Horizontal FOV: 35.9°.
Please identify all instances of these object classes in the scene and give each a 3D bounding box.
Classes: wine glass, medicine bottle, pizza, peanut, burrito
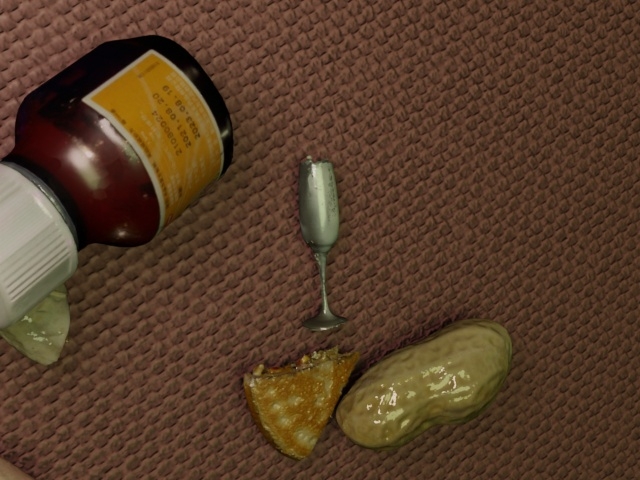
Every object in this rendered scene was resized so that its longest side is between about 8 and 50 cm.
[{"bbox_3d":[0.000,0.000,1.492,0.074,0.074,0.262,-7,100,-21],"label":"wine glass"},{"bbox_3d":[-0.308,-0.074,1.211,0.395,0.242,0.243,-42,112,-34],"label":"medicine bottle"},{"bbox_3d":[-0.022,0.227,1.521,0.199,0.062,0.188,-36,121,-20],"label":"pizza"},{"bbox_3d":[0.172,0.230,1.550,0.313,0.152,0.152,-20,105,-18],"label":"peanut"},{"bbox_3d":[-0.444,0.030,1.269,0.105,0.143,0.299,-37,118,18],"label":"burrito"}]

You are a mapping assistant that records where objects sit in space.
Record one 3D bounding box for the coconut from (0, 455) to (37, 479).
[{"bbox_3d":[-0.450,0.365,1.309,0.182,0.171,0.171,-10,101,-20],"label":"coconut"}]
